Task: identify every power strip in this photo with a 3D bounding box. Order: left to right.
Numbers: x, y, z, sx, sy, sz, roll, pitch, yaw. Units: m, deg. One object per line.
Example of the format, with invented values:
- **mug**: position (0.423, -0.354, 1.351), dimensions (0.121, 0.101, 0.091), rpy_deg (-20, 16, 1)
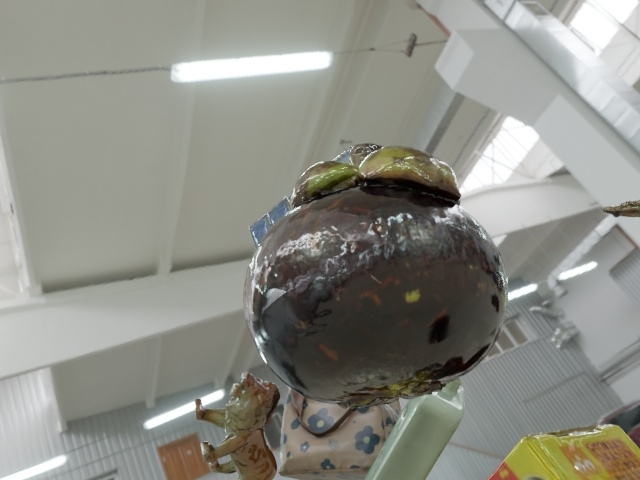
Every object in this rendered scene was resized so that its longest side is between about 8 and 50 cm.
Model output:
- **power strip**: position (0.087, 0.332, 0.748), dimensions (0.385, 0.062, 0.091), rpy_deg (-65, -9, 17)

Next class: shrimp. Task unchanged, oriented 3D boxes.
- **shrimp**: position (0.426, -0.060, 0.718), dimensions (0.127, 0.025, 0.091), rpy_deg (-11, -56, 36)

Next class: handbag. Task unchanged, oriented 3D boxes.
- **handbag**: position (0.051, 0.399, 1.174), dimensions (0.251, 0.193, 0.190), rpy_deg (-15, -30, 27)

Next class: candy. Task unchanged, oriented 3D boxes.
- **candy**: position (0.202, 0.308, 0.562), dimensions (0.146, 0.088, 0.276), rpy_deg (8, -57, -34)

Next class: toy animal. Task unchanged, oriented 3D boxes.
- **toy animal**: position (-0.137, 0.373, 1.024), dimensions (0.157, 0.097, 0.312), rpy_deg (-11, -64, -8)

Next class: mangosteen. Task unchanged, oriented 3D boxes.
- **mangosteen**: position (0.036, 0.013, 0.426), dimensions (0.192, 0.217, 0.192), rpy_deg (-5, -23, -2)

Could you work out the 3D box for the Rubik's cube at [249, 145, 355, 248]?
- **Rubik's cube**: position (0.076, 0.026, 0.838), dimensions (0.237, 0.237, 0.238), rpy_deg (-37, -22, 32)
